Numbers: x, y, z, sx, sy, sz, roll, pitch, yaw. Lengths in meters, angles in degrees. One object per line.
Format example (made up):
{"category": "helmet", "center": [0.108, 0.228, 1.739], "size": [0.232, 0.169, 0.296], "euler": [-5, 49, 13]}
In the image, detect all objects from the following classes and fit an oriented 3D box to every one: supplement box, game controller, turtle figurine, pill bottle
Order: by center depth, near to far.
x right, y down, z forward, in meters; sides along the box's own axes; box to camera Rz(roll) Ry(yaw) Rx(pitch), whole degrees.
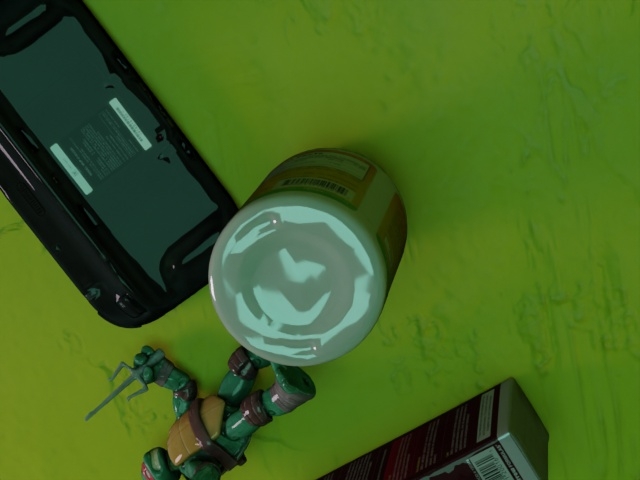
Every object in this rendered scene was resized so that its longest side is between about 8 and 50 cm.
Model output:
{"category": "pill bottle", "center": [0.000, 0.000, 1.156], "size": [0.136, 0.246, 0.136], "euler": [3, 106, 9]}
{"category": "supplement box", "center": [0.087, 0.227, 1.267], "size": [0.239, 0.130, 0.073], "euler": [-29, 100, 16]}
{"category": "game controller", "center": [-0.212, -0.076, 1.275], "size": [0.166, 0.067, 0.319], "euler": [-37, 98, 2]}
{"category": "turtle figurine", "center": [-0.113, 0.168, 1.295], "size": [0.234, 0.118, 0.175], "euler": [-40, 55, 16]}
